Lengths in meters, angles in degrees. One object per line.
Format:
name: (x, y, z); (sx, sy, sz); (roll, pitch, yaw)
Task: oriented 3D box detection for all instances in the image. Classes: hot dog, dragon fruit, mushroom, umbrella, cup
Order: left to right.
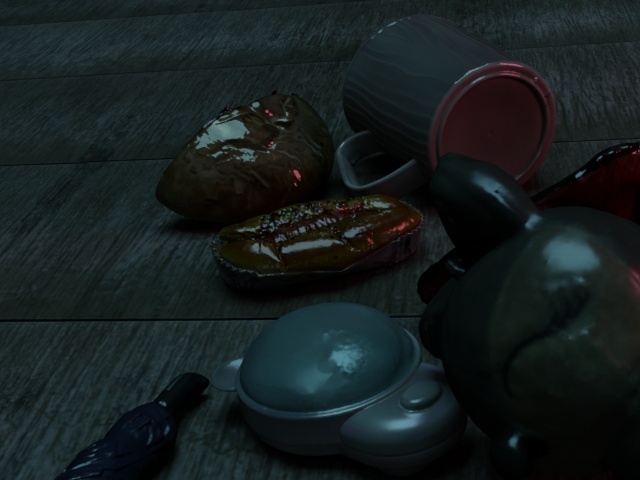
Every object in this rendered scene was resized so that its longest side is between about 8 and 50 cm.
umbrella: (-0.173, 0.189, 0.886); (0.071, 0.070, 0.248); (2, 24, 17)
mushroom: (-0.081, -0.097, 1.370); (0.286, 0.156, 0.151); (-32, 61, -30)
hot dog: (0.000, 0.000, 1.197); (0.268, 0.075, 0.144); (-12, 24, -15)
cup: (0.151, -0.184, 1.380); (0.288, 0.208, 0.273); (-14, 29, -17)
dragon fruit: (0.268, -0.003, 0.984); (0.344, 0.282, 0.100); (-23, 69, -2)

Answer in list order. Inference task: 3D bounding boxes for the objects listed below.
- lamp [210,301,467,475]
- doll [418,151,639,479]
lamp: (0.024, 0.127, 0.906); (0.246, 0.108, 0.179); (19, 41, 40)
doll: (0.271, 0.067, 0.779); (0.382, 0.252, 0.379); (35, 43, 27)
